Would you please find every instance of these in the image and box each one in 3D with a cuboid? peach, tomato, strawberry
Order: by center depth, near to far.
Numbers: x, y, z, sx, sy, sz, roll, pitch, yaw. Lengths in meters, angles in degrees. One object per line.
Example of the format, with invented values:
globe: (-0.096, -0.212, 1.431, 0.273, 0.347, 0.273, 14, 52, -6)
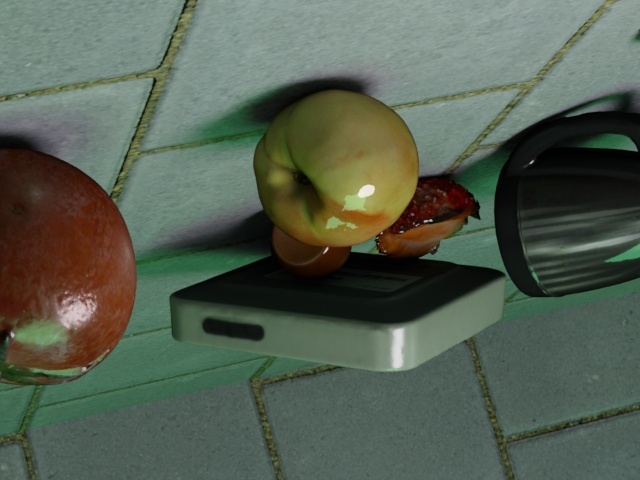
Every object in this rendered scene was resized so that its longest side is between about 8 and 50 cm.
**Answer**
tomato: (-0.316, 0.025, 1.765, 0.264, 0.265, 0.265, -15, 167, -3)
peach: (0.021, -0.078, 1.886, 0.184, 0.184, 0.184, -15, 167, -3)
strawberry: (0.136, -0.035, 2.384, 0.192, 0.085, 0.140, -21, 162, -21)

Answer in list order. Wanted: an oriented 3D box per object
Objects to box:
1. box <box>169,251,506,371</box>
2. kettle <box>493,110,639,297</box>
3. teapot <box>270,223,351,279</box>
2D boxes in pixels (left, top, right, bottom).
box: (0.030, 0.082, 2.375, 0.367, 0.090, 0.373, 7, -166, 27)
kettle: (0.392, -0.054, 2.309, 0.271, 0.251, 0.207, -5, -173, 33)
teapot: (0.000, 0.000, 2.314, 0.173, 0.116, 0.116, -19, 167, 20)
